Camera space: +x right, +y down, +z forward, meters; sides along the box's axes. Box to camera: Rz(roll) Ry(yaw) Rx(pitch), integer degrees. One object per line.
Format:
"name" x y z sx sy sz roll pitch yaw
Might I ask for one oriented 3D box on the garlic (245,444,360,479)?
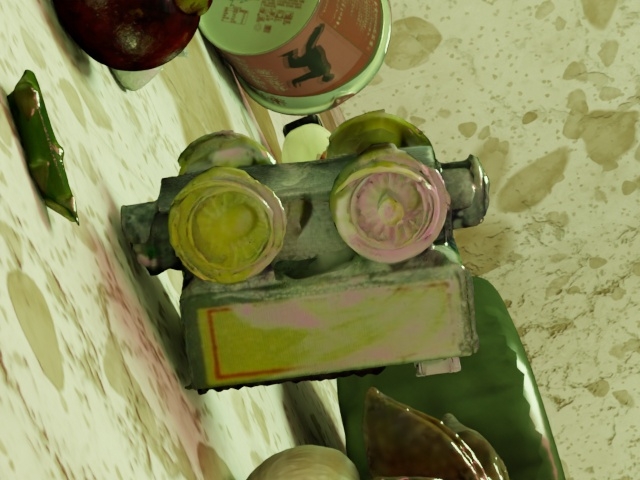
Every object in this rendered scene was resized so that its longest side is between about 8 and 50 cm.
"garlic" -0.011 0.198 1.226 0.195 0.087 0.101 -89 168 -84

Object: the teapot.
"teapot" -0.150 -0.168 1.450 0.083 0.064 0.064 41 25 -77

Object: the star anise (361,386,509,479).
"star anise" 0.116 0.259 1.380 0.315 0.108 0.315 49 23 -29

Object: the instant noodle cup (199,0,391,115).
"instant noodle cup" -0.045 -0.293 2.177 0.178 0.234 0.235 31 35 -65

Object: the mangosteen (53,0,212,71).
"mangosteen" -0.139 -0.200 1.328 0.140 0.140 0.140 -23 90 -84

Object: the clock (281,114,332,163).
"clock" 0.039 0.022 2.180 0.276 0.120 0.379 -76 143 -86

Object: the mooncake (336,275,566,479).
"mooncake" 0.126 0.216 1.667 0.356 0.194 0.356 -16 90 -90

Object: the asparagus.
"asparagus" -0.170 -0.055 1.053 0.108 0.021 0.025 69 11 19

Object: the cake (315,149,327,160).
"cake" 0.000 0.000 1.599 0.283 0.177 0.151 -32 99 -85

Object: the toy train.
"toy train" -0.006 0.011 1.224 0.134 0.260 0.177 -94 177 -73
